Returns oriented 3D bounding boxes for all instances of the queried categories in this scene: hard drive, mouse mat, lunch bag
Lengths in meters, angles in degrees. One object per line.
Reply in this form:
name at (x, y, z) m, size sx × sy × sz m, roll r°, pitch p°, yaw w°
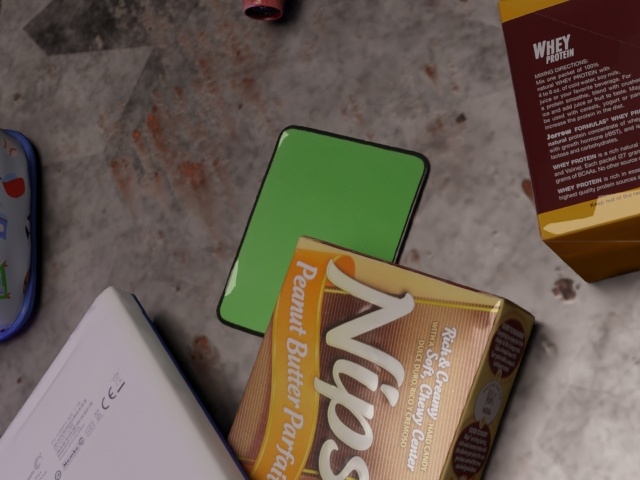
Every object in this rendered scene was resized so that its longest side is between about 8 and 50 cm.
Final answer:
hard drive at (-0.160, 0.210, 1.047) m, size 0.210 × 0.040 × 0.319 m, roll -54°, pitch 43°, yaw 13°
mouse mat at (0.000, 0.000, 1.121) m, size 0.152 × 0.007 × 0.190 m, roll 16°, pitch 83°, yaw 29°
lunch bag at (-0.420, 0.009, 1.264) m, size 0.303 × 0.115 × 0.243 m, roll -13°, pitch 72°, yaw 21°

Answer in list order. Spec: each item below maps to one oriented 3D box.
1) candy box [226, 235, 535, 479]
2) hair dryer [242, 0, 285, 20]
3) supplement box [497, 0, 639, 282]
candy box at (0.023, 0.173, 1.007) m, size 0.183 × 0.087 × 0.316 m, roll 17°, pitch 84°, yaw 29°
hair dryer at (0.013, -0.326, 1.172) m, size 0.223 × 0.080 × 0.293 m, roll 40°, pitch 94°, yaw 29°
supplement box at (0.252, -0.097, 0.957) m, size 0.191 × 0.129 × 0.194 m, roll -16°, pitch 69°, yaw 21°
